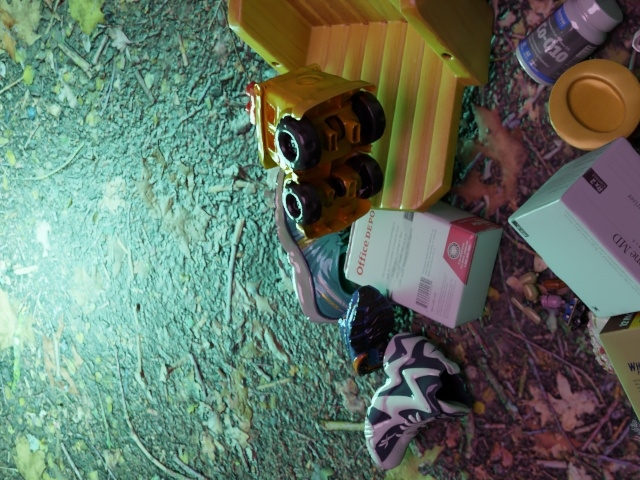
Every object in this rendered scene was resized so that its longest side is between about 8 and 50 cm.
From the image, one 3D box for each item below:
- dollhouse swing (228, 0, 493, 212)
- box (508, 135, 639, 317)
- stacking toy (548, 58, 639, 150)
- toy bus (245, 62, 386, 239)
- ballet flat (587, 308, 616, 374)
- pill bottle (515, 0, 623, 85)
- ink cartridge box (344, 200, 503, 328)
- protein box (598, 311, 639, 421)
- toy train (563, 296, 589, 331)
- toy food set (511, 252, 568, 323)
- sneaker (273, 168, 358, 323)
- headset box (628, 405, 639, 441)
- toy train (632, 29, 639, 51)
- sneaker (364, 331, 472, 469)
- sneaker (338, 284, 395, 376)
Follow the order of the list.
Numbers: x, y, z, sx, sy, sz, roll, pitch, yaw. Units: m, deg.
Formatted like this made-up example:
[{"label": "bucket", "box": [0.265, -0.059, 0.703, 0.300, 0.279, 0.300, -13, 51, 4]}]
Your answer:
[{"label": "dollhouse swing", "box": [0.029, -0.243, 1.720, 0.347, 0.315, 0.305, 6, 70, 39]}, {"label": "box", "box": [0.358, -0.011, 1.457, 0.181, 0.119, 0.182, 47, 167, -2]}, {"label": "stacking toy", "box": [0.488, -0.160, 1.520, 0.279, 0.130, 0.309, -47, 70, 8]}, {"label": "toy bus", "box": [-0.027, -0.143, 1.696, 0.211, 0.149, 0.220, 32, 136, 40]}, {"label": "ballet flat", "box": [0.408, 0.078, 1.621, 0.091, 0.077, 0.241, 17, 110, 36]}, {"label": "pill bottle", "box": [0.340, -0.280, 1.602, 0.137, 0.078, 0.078, -42, 72, 37]}, {"label": "ink cartridge box", "box": [0.155, 0.018, 1.810, 0.218, 0.092, 0.158, 24, 114, 33]}, {"label": "protein box", "box": [0.498, 0.151, 1.486, 0.200, 0.136, 0.201, -17, 107, 41]}, {"label": "toy train", "box": [0.377, 0.056, 1.674, 0.036, 0.027, 0.158, 30, 117, 36]}, {"label": "toy food set", "box": [0.335, 0.058, 1.718, 0.078, 0.019, 0.122, 44, 116, 24]}, {"label": "sneaker", "box": [0.000, 0.000, 1.951, 0.110, 0.107, 0.275, -18, 92, 21]}, {"label": "headset box", "box": [0.465, 0.249, 1.637, 0.062, 0.032, 0.083, 11, 107, 39]}, {"label": "toy train", "box": [0.471, -0.241, 1.443, 0.166, 0.046, 0.125, 37, 95, 21]}, {"label": "sneaker", "box": [0.162, 0.276, 1.855, 0.153, 0.094, 0.235, 25, 105, 43]}, {"label": "sneaker", "box": [0.062, 0.135, 1.873, 0.087, 0.083, 0.221, 56, 161, 29]}]
